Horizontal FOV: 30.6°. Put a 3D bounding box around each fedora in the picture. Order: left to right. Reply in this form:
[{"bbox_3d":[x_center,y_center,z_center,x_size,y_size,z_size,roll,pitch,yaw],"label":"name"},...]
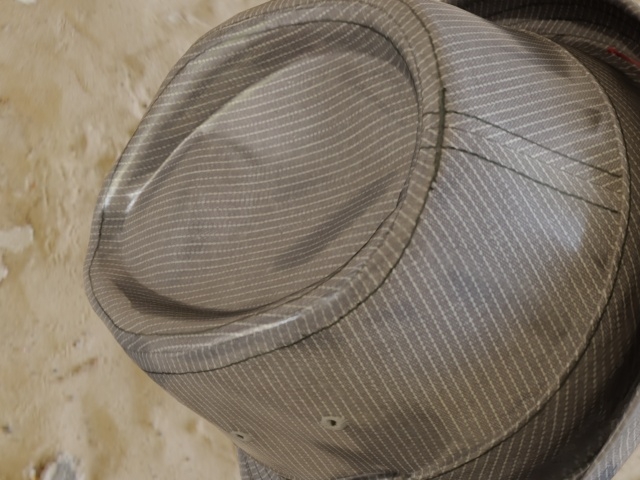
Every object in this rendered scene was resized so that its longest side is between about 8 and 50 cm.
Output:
[{"bbox_3d":[0.000,0.000,0.427,0.124,0.275,0.243,22,73,-34],"label":"fedora"}]
